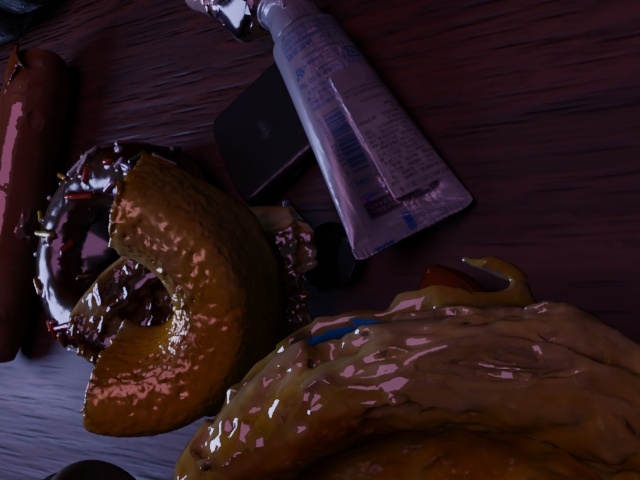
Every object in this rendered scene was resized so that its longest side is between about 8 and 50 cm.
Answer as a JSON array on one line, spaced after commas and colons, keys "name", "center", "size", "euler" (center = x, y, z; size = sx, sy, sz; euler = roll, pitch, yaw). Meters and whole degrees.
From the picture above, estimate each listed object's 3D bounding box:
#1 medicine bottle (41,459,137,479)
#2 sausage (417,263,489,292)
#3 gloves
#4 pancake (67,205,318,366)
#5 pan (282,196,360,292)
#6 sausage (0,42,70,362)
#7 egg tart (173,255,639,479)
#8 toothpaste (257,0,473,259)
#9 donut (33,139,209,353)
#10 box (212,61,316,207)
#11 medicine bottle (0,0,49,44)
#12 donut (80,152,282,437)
[{"name": "medicine bottle", "center": [-0.321, 0.374, 0.887], "size": [0.322, 0.151, 0.151], "euler": [-41, 58, 25]}, {"name": "sausage", "center": [0.104, 0.109, 0.652], "size": [0.089, 0.089, 0.179], "euler": [4, 88, 39]}, {"name": "gloves", "center": [-0.089, -0.284, 0.890], "size": [0.110, 0.094, 0.144], "euler": [-22, 88, 59]}, {"name": "pancake", "center": [-0.089, 0.090, 0.789], "size": [0.266, 0.057, 0.244], "euler": [-37, 89, 16]}, {"name": "pan", "center": [0.000, 0.000, 0.796], "size": [0.068, 0.023, 0.115], "euler": [-49, 58, 21]}, {"name": "sausage", "center": [-0.403, -0.048, 1.087], "size": [0.094, 0.094, 0.418], "euler": [163, 116, -77]}, {"name": "egg tart", "center": [0.097, 0.194, 0.534], "size": [0.388, 0.169, 0.387], "euler": [4, 108, 12]}, {"name": "toothpaste", "center": [0.024, -0.123, 0.777], "size": [0.114, 0.073, 0.299], "euler": [-26, 63, -2]}, {"name": "donut", "center": [-0.224, 0.012, 0.924], "size": [0.270, 0.103, 0.269], "euler": [-9, 75, 35]}, {"name": "box", "center": [-0.050, -0.114, 0.865], "size": [0.125, 0.027, 0.126], "euler": [-39, 57, 22]}, {"name": "medicine bottle", "center": [-0.512, -0.346, 1.206], "size": [0.293, 0.141, 0.141], "euler": [-11, 73, 37]}, {"name": "donut", "center": [-0.112, 0.063, 0.716], "size": [0.152, 0.101, 0.259], "euler": [10, 99, 6]}]
